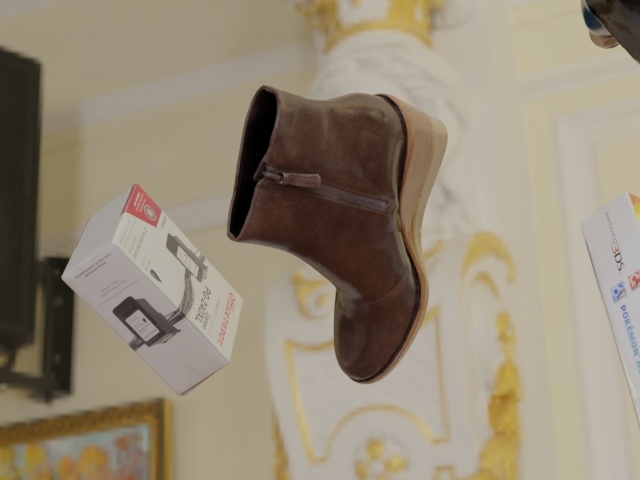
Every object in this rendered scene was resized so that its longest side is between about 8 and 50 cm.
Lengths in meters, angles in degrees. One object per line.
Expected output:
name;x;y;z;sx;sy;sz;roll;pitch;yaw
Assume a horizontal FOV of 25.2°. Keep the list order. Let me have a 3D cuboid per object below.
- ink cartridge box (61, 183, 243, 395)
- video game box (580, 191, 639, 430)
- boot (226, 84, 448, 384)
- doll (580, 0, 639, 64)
ink cartridge box;-0.139;0.043;1.228;0.063;0.109;0.150;-34;-68;21
video game box;0.262;0.081;0.875;0.205;0.187;0.048;19;-45;-34
boot;0.000;0.000;1.145;0.207;0.248;0.090;1;15;-45
doll;0.143;-0.071;0.515;0.189;0.046;0.129;27;2;-33
